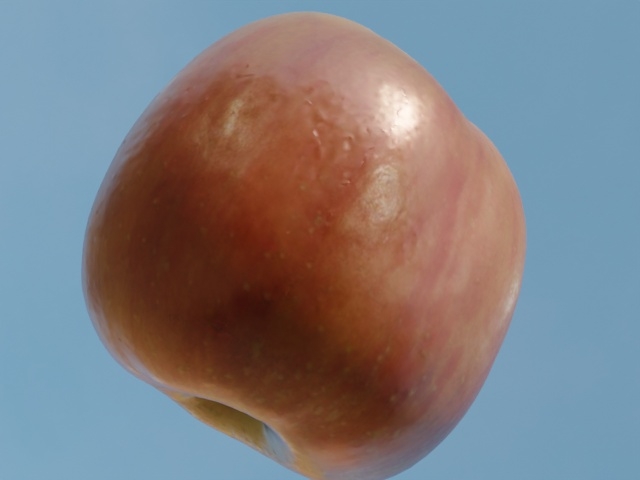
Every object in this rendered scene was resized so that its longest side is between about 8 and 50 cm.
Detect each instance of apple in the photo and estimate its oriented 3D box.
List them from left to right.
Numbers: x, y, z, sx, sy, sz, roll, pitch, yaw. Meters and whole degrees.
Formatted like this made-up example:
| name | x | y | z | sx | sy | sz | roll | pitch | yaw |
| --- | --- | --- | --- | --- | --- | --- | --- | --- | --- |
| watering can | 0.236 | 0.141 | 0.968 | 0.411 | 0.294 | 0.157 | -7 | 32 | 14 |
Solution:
| name | x | y | z | sx | sy | sz | roll | pitch | yaw |
| --- | --- | --- | --- | --- | --- | --- | --- | --- | --- |
| apple | 0.000 | 0.000 | 0.955 | 0.242 | 0.242 | 0.241 | 21 | -106 | 30 |
